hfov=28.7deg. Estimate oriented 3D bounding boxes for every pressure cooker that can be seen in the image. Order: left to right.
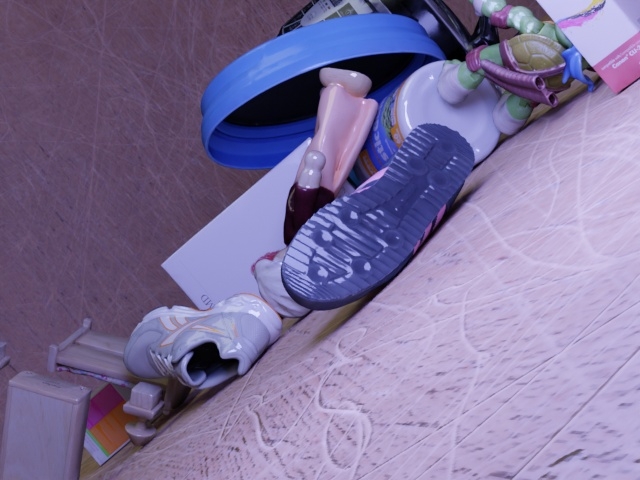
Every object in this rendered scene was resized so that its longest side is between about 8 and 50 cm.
[{"bbox_3d":[0.135,-0.329,2.366,0.420,0.370,0.375,-39,-6,11],"label":"pressure cooker"}]

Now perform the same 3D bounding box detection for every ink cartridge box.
[{"bbox_3d":[0.282,-0.262,1.297,0.067,0.198,0.115,-38,4,38],"label":"ink cartridge box"}]

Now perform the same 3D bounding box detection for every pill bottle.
[{"bbox_3d":[0.137,-0.145,1.783,0.152,0.152,0.272,-42,3,-21],"label":"pill bottle"}]

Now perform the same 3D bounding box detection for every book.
[{"bbox_3d":[-0.319,0.268,1.958,0.144,0.096,0.035,-40,3,6],"label":"book"}]

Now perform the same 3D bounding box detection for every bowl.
[{"bbox_3d":[0.001,-0.224,1.906,0.391,0.077,0.391,-18,-14,-5],"label":"bowl"}]

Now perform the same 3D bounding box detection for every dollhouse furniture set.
[{"bbox_3d":[-0.357,0.232,1.855,0.355,0.303,0.173,-46,-32,-70],"label":"dollhouse furniture set"}]

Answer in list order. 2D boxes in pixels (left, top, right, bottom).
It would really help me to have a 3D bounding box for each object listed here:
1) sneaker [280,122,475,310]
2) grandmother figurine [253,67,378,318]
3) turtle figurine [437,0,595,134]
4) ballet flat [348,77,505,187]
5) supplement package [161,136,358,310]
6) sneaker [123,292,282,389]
[{"bbox_3d":[0.061,-0.003,1.413,0.319,0.112,0.131,-40,-15,-37],"label":"sneaker"},{"bbox_3d":[-0.006,-0.060,1.685,0.208,0.104,0.342,66,-143,-68],"label":"grandmother figurine"},{"bbox_3d":[0.273,-0.267,1.563,0.198,0.274,0.266,-4,-19,-25],"label":"turtle figurine"},{"bbox_3d":[0.168,-0.156,1.980,0.349,0.123,0.123,-35,6,32],"label":"ballet flat"},{"bbox_3d":[-0.066,0.002,1.902,0.293,0.177,0.175,-41,2,5],"label":"supplement package"},{"bbox_3d":[-0.180,0.149,1.663,0.262,0.099,0.121,-19,25,36],"label":"sneaker"}]
